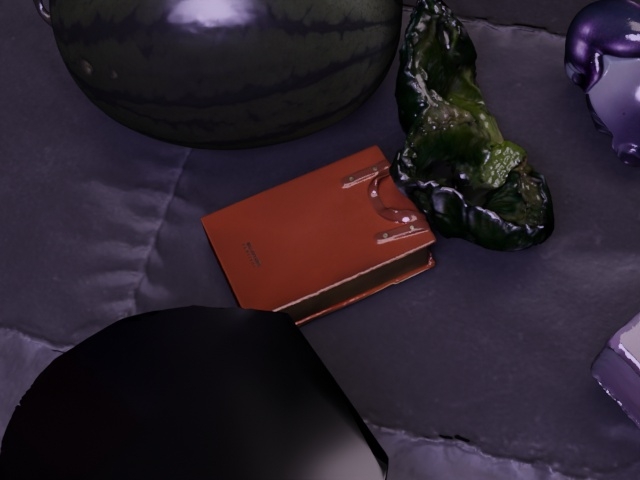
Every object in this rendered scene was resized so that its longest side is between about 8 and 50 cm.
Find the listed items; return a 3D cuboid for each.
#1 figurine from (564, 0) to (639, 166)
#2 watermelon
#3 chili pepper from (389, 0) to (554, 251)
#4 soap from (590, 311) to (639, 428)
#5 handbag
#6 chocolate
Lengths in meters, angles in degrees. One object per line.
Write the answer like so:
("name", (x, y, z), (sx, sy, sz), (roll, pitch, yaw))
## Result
("figurine", (0.326, -0.141, 0.979), (0.222, 0.145, 0.145), (40, 66, 21))
("watermelon", (-0.101, -0.225, 0.971), (0.359, 0.279, 0.278), (-3, 56, 3))
("chili pepper", (0.131, -0.087, 0.964), (0.116, 0.148, 0.264), (-29, 58, 14))
("soap", (0.415, 0.112, 0.787), (0.285, 0.107, 0.296), (-35, 70, -9))
("handbag", (0.000, 0.000, 0.946), (0.190, 0.063, 0.127), (-22, 58, -9))
("chocolate", (-0.085, 0.205, 0.738), (0.284, 0.186, 0.283), (-6, 58, 10))
